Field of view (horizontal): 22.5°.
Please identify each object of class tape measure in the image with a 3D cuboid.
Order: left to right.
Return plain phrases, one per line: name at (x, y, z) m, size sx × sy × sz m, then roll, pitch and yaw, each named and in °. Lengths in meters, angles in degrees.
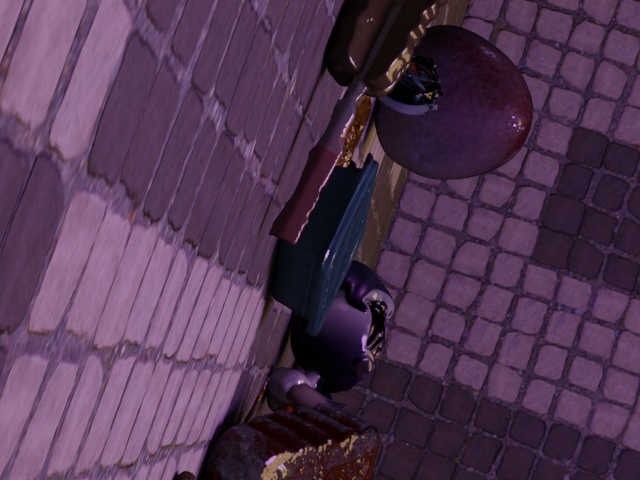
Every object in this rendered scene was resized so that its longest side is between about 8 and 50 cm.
tape measure at (0.113, -0.206, 2.096) m, size 0.094 × 0.091 × 0.054 m, roll -91°, pitch -161°, yaw -48°

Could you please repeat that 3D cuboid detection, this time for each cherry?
cherry at (0.179, -0.189, 2.248) m, size 0.183 × 0.266 × 0.213 m, roll 0°, pitch 113°, yaw -46°

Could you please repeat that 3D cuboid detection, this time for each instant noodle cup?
instant noodle cup at (0.000, 0.000, 1.734) m, size 0.179 × 0.070 × 0.157 m, roll 102°, pitch 10°, yaw -58°

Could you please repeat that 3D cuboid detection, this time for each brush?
brush at (0.027, -0.132, 1.515) m, size 0.071 × 0.084 × 0.301 m, roll 95°, pitch 20°, yaw -75°

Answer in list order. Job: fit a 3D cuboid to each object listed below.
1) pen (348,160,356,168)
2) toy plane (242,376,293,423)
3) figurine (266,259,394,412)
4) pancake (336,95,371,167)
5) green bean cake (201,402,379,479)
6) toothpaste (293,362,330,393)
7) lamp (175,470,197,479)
pen at (0.023, -0.035, 2.114) m, size 0.204 × 0.025 × 0.025 m, roll 102°, pitch 9°, yaw -52°
toy plane at (-0.079, 0.266, 1.863) m, size 0.126 × 0.077 × 0.194 m, roll -58°, pitch -176°, yaw 39°
figurine at (0.008, 0.130, 2.116) m, size 0.222 × 0.145 × 0.145 m, roll -57°, pitch 170°, yaw -21°
pancake at (0.023, -0.101, 1.836) m, size 0.158 × 0.028 × 0.158 m, roll 22°, pitch 90°, yaw -84°
green bean cake at (-0.045, 0.284, 1.772) m, size 0.233 × 0.097 × 0.198 m, roll -12°, pitch 120°, yaw -51°
toothpaste at (0.003, 0.159, 2.455) m, size 0.100 × 0.066 × 0.323 m, roll 94°, pitch 11°, yaw -54°
lamp at (-0.134, 0.254, 1.494) m, size 0.063 × 0.031 × 0.083 m, roll 101°, pitch 6°, yaw -69°
